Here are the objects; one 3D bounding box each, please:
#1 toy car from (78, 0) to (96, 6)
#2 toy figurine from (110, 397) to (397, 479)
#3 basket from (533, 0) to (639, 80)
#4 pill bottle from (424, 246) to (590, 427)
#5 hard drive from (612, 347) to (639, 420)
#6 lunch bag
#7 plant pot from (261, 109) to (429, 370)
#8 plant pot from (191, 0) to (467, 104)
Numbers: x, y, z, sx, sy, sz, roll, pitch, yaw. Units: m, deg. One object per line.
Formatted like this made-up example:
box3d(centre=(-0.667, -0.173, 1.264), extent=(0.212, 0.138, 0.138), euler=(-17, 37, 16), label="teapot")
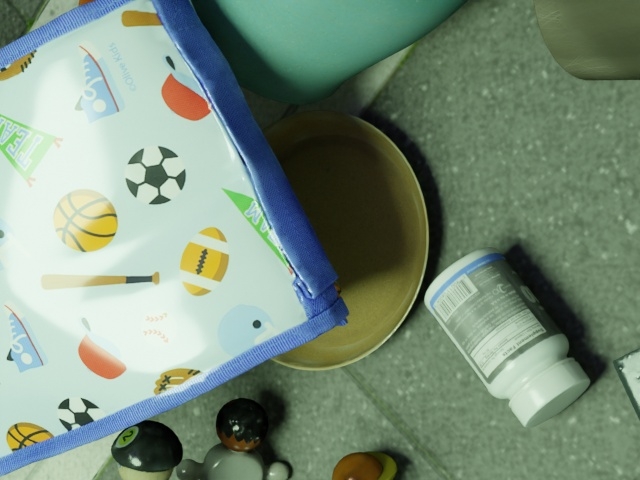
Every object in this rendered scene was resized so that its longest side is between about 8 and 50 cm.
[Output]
box3d(centre=(-0.166, -0.268, 1.255), extent=(0.159, 0.136, 0.182), euler=(43, 109, 27), label="toy car")
box3d(centre=(-0.061, 0.230, 1.120), extent=(0.213, 0.209, 0.148), euler=(20, 109, 32), label="toy figurine")
box3d(centre=(0.281, -0.193, 0.948), extent=(0.226, 0.154, 0.204), euler=(-6, 59, 45), label="basket")
box3d(centre=(0.153, 0.080, 1.071), extent=(0.078, 0.078, 0.137), euler=(-45, 66, 22), label="pill bottle")
box3d(centre=(0.296, 0.135, 1.011), extent=(0.094, 0.022, 0.135), euler=(-31, 72, 27), label="hard drive")
box3d(centre=(-0.191, -0.010, 1.122), extent=(0.385, 0.239, 0.328), euler=(-25, 95, 33), label="lunch bag")
box3d(centre=(0.000, 0.000, 1.199), extent=(0.236, 0.032, 0.236), euler=(-2, 86, 31), label="plant pot")
box3d(centre=(0.010, -0.258, 1.088), extent=(0.255, 0.271, 0.272), euler=(-48, 64, 38), label="plant pot")
